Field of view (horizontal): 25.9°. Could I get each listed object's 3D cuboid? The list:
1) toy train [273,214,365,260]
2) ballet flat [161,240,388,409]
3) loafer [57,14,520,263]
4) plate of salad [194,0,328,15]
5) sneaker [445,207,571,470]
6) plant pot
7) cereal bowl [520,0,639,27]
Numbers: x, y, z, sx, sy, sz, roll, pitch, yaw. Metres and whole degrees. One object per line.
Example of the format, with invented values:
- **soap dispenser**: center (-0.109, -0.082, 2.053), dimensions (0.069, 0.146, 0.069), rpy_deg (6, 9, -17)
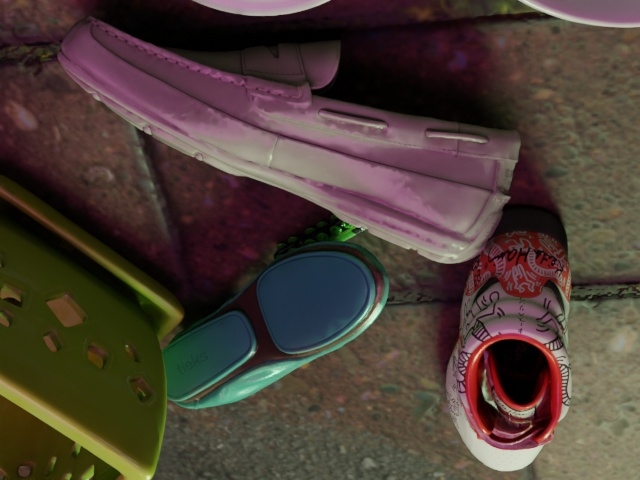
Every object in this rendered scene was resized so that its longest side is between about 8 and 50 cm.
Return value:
- **toy train**: center (0.000, 0.000, 1.062), dimensions (0.083, 0.017, 0.024), rpy_deg (-27, 129, 30)
- **ballet flat**: center (-0.026, 0.063, 1.085), dimensions (0.247, 0.087, 0.083), rpy_deg (-30, 75, 36)
- **loafer**: center (-0.019, -0.089, 0.946), dimensions (0.319, 0.112, 0.111), rpy_deg (22, 95, -6)
- **plate of salad**: center (-0.043, -0.226, 0.800), dimensions (0.200, 0.048, 0.199), rpy_deg (8, 122, 13)
- **sneaker**: center (0.138, 0.120, 1.050), dimensions (0.090, 0.145, 0.270), rpy_deg (6, 131, 6)
- **plant pot**: center (-0.251, 0.099, 1.072), dimensions (0.228, 0.207, 0.227), rpy_deg (36, 128, -19)
- **cereal bowl**: center (0.159, -0.282, 0.669), dimensions (0.339, 0.141, 0.339), rpy_deg (-14, 130, -17)
